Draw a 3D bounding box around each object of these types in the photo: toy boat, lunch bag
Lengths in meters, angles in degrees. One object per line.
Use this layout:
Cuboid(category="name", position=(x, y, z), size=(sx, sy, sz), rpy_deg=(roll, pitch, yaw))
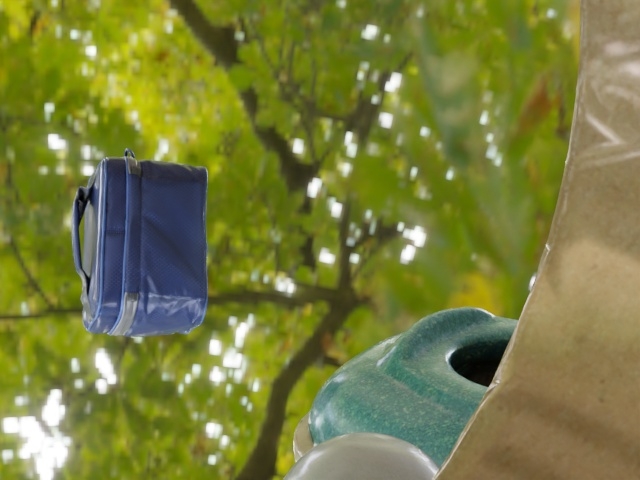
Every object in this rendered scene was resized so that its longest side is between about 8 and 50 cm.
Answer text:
Cuboid(category="toy boat", position=(0.084, 0.109, 0.699), size=(0.267, 0.148, 0.318), rpy_deg=(15, -158, 30))
Cuboid(category="lunch bag", position=(-0.097, 0.000, 0.876), size=(0.065, 0.067, 0.098), rpy_deg=(3, -105, -17))

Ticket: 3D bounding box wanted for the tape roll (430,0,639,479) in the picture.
Cuboid(category="tape roll", position=(0.000, 0.000, 0.248), size=(0.392, 0.392, 0.072), rpy_deg=(-34, -143, -31))
